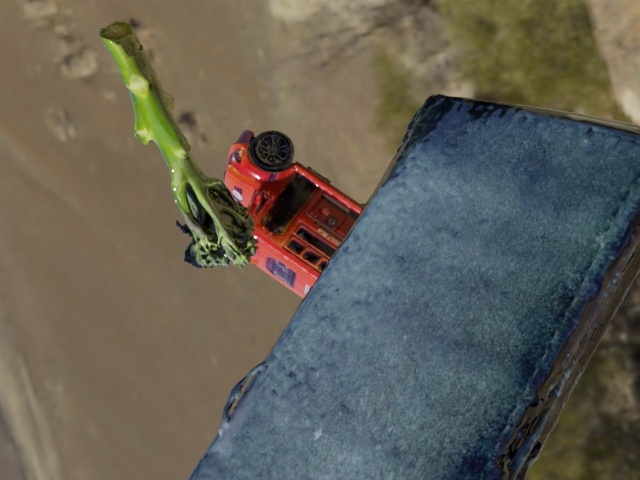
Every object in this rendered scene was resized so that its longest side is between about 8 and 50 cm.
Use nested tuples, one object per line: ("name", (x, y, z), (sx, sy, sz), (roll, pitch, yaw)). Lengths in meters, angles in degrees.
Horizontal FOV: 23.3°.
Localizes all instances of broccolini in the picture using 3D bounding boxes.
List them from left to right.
("broccolini", (-0.099, -0.070, 1.103), (0.067, 0.058, 0.216), (24, 145, 45))

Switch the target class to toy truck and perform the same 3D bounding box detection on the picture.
("toy truck", (0.000, 0.000, 1.553), (0.253, 0.114, 0.107), (33, 161, 8))

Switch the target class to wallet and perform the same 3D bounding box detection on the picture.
("wallet", (0.015, 0.102, 0.714), (0.046, 0.379, 0.191), (36, 171, -37))
